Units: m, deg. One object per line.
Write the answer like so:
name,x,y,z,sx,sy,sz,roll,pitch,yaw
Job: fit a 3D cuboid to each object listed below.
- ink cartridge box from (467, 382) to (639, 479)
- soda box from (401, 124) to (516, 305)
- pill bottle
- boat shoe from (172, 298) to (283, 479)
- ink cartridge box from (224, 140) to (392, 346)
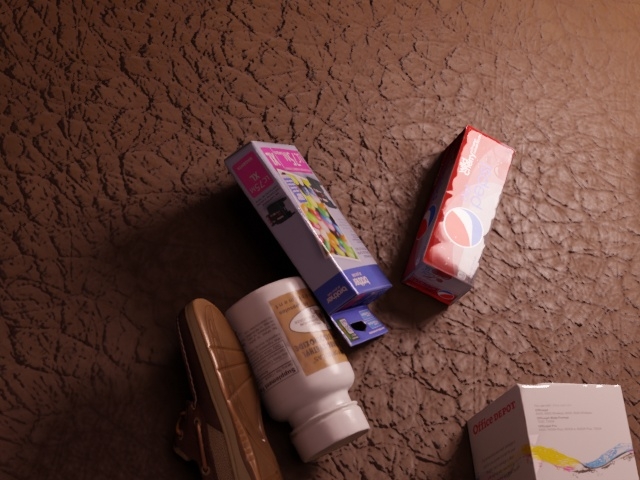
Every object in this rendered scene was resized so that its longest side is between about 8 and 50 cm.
ink cartridge box,0.327,0.331,1.980,0.168,0.171,0.233,2,66,-21
soda box,0.209,-0.040,2.161,0.092,0.083,0.263,27,59,-9
pill bottle,-0.029,0.176,1.937,0.131,0.131,0.229,-20,75,-28
boat shoe,-0.141,0.250,1.858,0.123,0.123,0.342,-20,86,17
ink cartridge box,0.000,0.000,2.013,0.311,0.065,0.186,57,16,9
